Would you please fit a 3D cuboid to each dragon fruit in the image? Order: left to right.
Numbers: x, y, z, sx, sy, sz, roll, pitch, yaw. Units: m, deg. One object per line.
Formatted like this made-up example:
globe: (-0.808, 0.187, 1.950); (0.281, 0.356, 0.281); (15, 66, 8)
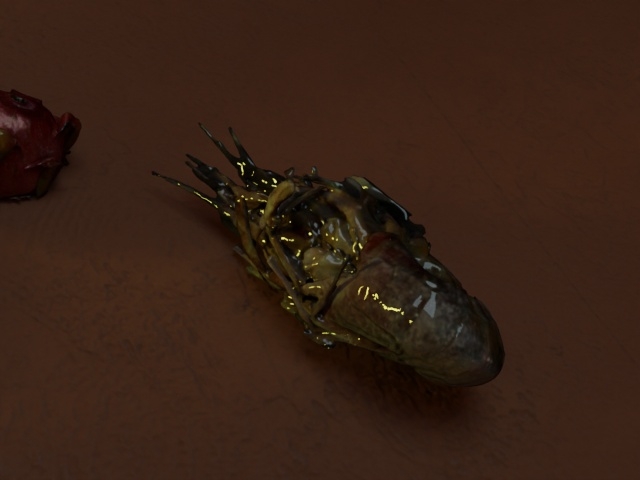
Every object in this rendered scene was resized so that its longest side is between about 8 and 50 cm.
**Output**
dragon fruit: (-0.263, -0.090, 0.830); (0.126, 0.068, 0.112); (-7, 46, -32)

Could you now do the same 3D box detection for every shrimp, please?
shrimp: (0.000, 0.005, 0.798); (0.343, 0.116, 0.145); (36, 17, 22)
